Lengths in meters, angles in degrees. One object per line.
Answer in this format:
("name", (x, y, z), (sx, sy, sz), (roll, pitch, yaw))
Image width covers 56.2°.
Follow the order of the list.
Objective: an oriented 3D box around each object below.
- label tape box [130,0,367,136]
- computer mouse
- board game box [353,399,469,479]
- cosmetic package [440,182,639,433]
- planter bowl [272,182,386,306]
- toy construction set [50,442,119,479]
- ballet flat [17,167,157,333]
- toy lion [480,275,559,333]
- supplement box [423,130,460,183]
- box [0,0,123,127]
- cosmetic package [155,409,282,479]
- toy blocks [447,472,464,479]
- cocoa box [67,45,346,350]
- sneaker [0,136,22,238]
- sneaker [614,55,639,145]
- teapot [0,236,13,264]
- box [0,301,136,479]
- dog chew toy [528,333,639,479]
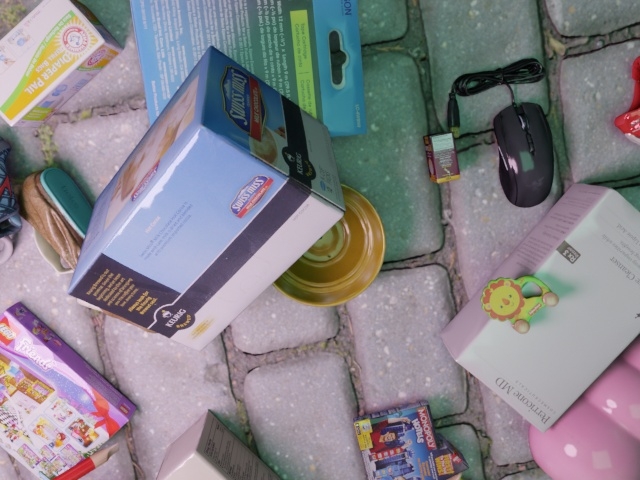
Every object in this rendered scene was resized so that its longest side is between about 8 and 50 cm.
("label tape box", (-0.110, -0.281, 0.982), (0.347, 0.115, 0.249), (-6, 101, -4))
("computer mouse", (0.320, -0.178, 1.046), (0.184, 0.060, 0.262), (-8, 100, -2))
("board game box", (0.174, 0.399, 1.142), (0.194, 0.060, 0.194), (-14, 100, -2))
("cosmetic package", (0.420, 0.112, 1.052), (0.217, 0.156, 0.385), (38, 95, -5))
("planter bowl", (0.000, 0.000, 1.046), (0.217, 0.090, 0.217), (-1, 100, -3))
("toy construction set", (-0.334, 0.500, 1.075), (0.237, 0.257, 0.309), (-28, 117, -37))
("ballet flat", (-0.400, 0.038, 1.033), (0.124, 0.116, 0.342), (-34, 100, 24))
("toy lion", (0.313, 0.094, 0.962), (0.100, 0.034, 0.096), (-45, 85, 6))
("supplement box", (0.212, -0.146, 1.049), (0.043, 0.055, 0.083), (-12, 100, -1))
("box", (-0.438, -0.287, 0.962), (0.203, 0.114, 0.103), (-41, 100, 3))
("cosmetic package", (-0.145, 0.478, 1.090), (0.113, 0.160, 0.309), (-43, 98, 5))
("toy blocks", (0.278, 0.530, 1.173), (0.123, 0.054, 0.148), (-44, 99, 5))
("cocoa box", (-0.169, -0.051, 0.877), (0.228, 0.231, 0.347), (30, 121, -28))
("sneaker", (-0.541, -0.055, 0.960), (0.104, 0.262, 0.125), (-29, 131, 30))
("sneaker", (0.602, -0.299, 1.021), (0.118, 0.107, 0.279), (27, 95, 2))
("teapot", (-0.684, 0.067, 0.984), (0.255, 0.187, 0.253), (12, 72, 12))
("box", (-0.515, 0.284, 1.087), (0.201, 0.057, 0.293), (-43, 99, 5))
("dog chew toy", (0.531, 0.303, 1.072), (0.206, 0.206, 0.332), (38, 94, -9))
